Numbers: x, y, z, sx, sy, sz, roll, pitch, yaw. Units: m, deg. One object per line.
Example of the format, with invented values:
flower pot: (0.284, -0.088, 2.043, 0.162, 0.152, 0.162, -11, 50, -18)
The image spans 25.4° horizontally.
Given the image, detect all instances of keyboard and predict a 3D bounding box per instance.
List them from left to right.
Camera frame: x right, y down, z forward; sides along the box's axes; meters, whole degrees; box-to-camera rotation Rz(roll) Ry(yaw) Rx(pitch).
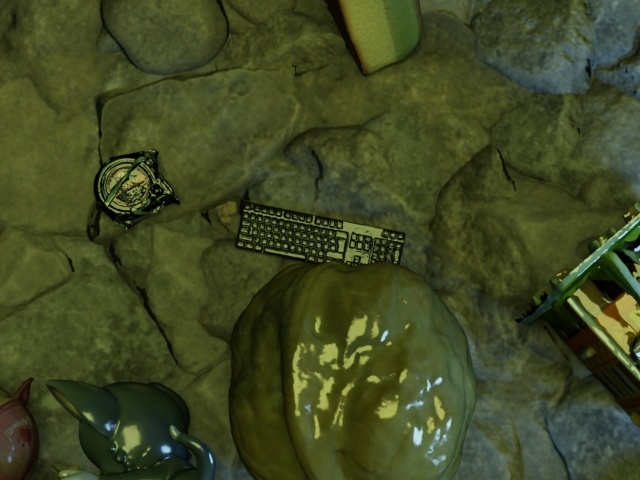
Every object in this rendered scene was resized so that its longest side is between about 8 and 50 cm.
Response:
keyboard: (0.000, 0.000, 1.751, 0.204, 0.013, 0.061, 11, 82, 2)

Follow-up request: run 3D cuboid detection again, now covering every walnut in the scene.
walnut: (0.035, 0.162, 1.604, 0.282, 0.253, 0.277, -1, 75, 3)

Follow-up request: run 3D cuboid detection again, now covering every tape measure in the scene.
tape measure: (-0.231, -0.066, 1.741, 0.094, 0.054, 0.091, -23, 80, -10)

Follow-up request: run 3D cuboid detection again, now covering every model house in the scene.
model house: (0.421, 0.096, 1.564, 0.242, 0.357, 0.313, -43, 82, -8)

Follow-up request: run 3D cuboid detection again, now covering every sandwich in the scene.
sandwich: (0.050, -0.333, 1.720, 0.108, 0.186, 0.220, -22, 82, -1)

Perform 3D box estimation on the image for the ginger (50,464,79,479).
ginger: (-0.365, 0.346, 1.668, 0.213, 0.074, 0.137, -9, 90, -7)

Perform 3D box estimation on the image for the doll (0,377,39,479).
doll: (-0.440, 0.204, 1.637, 0.256, 0.152, 0.196, 20, 49, 15)

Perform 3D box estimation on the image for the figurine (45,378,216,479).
figurine: (-0.192, 0.246, 1.577, 0.193, 0.265, 0.140, 7, 99, -42)
